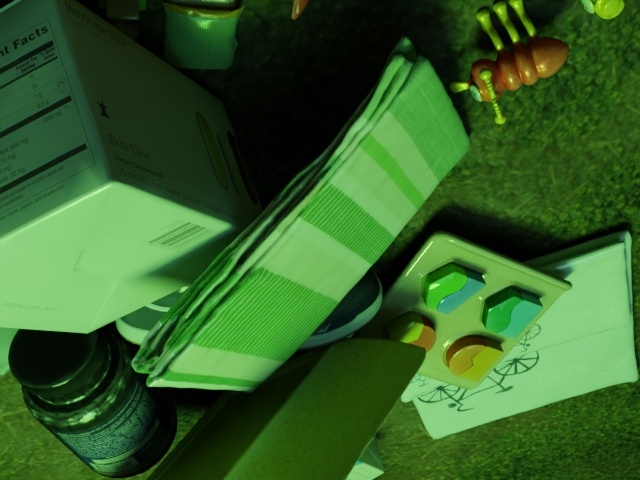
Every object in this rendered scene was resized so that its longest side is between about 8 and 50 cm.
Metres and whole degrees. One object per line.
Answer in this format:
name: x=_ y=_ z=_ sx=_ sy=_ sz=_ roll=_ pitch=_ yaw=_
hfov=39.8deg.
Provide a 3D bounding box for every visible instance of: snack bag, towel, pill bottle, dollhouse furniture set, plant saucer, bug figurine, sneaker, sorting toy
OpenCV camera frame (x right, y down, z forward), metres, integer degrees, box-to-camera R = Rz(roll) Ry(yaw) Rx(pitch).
snack bag: x=0.249 y=0.145 z=1.136 sx=0.323 sy=0.037 sz=0.342 roll=-19 pitch=138 yaw=6
towel: x=0.000 y=0.000 z=0.761 sx=0.325 sy=0.038 sz=0.248 roll=-50 pitch=159 yaw=2
pill bottle: x=-0.244 y=0.164 z=0.955 sx=0.122 sy=0.123 sz=0.219 roll=-15 pitch=144 yaw=2
dollhouse furniture set: x=-0.134 y=-0.155 z=0.694 sx=0.151 sy=0.059 sz=0.076 roll=-1 pitch=137 yaw=-13
plant saucer: x=-0.083 y=0.234 z=0.942 sx=0.081 sy=0.333 sz=0.333 roll=50 pitch=137 yaw=-8
bug figurine: x=0.170 y=-0.223 z=0.687 sx=0.216 sy=0.072 sz=0.279 roll=-26 pitch=136 yaw=14
sneaker: x=-0.071 y=0.031 z=0.885 sx=0.282 sy=0.099 sz=0.153 roll=-4 pitch=139 yaw=-7
sorting toy: x=0.155 y=0.092 z=1.005 sx=0.193 sy=0.038 sz=0.208 roll=20 pitch=126 yaw=-25

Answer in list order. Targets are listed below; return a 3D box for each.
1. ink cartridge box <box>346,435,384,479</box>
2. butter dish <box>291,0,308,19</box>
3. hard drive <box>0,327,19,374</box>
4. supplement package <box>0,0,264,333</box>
ink cartridge box: x=-0.014 y=0.328 z=1.249 sx=0.181 sy=0.062 sz=0.104 roll=-36 pitch=133 yaw=23
butter dish: x=-0.037 y=-0.250 z=0.563 sx=0.118 sy=0.160 sz=0.160 roll=11 pitch=135 yaw=-1
hard drive: x=-0.344 y=0.088 z=0.933 sx=0.094 sy=0.022 sz=0.135 roll=26 pitch=125 yaw=-35
supplement package: x=-0.189 y=-0.038 z=0.669 sx=0.204 sy=0.145 sz=0.262 roll=-25 pitch=165 yaw=13
